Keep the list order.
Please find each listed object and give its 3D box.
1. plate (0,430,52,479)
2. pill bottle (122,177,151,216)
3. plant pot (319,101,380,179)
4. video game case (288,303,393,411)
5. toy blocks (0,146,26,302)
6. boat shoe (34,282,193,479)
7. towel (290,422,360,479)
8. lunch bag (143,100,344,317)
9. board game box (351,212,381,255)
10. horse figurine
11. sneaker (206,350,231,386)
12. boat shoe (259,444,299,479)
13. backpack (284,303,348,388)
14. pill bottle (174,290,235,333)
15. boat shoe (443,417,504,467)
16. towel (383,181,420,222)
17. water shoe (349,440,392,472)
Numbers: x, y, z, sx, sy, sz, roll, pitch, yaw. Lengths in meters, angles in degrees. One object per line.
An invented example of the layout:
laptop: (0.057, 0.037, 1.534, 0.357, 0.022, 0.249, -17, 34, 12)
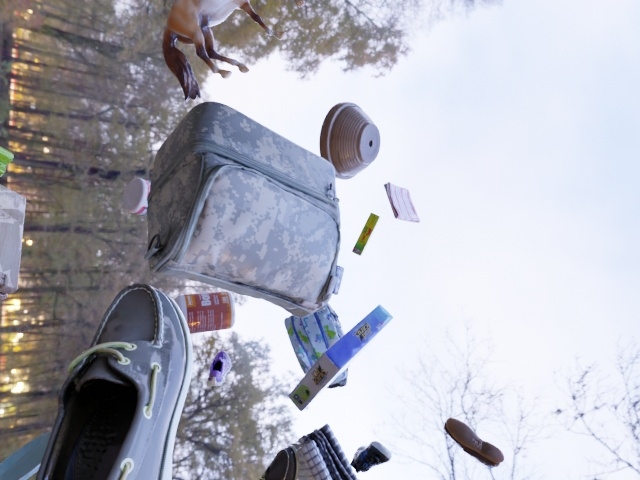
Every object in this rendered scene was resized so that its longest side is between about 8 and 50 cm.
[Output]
plate: (-0.706, 0.533, 1.031, 0.188, 0.188, 0.024, -5, -66, 54)
pill bottle: (-0.505, -0.119, 1.339, 0.107, 0.180, 0.108, -8, -106, 32)
plant pot: (0.109, -0.300, 1.316, 0.109, 0.237, 0.238, 13, -81, 36)
video game case: (0.057, 0.318, 1.181, 0.061, 0.269, 0.244, 45, -49, 15)
toy blocks: (-0.464, 0.099, 0.455, 0.381, 0.190, 0.261, -33, -127, 13)
boat shoe: (-0.196, 0.155, 0.420, 0.091, 0.109, 0.305, 71, 5, -46)
towel: (0.022, 0.608, 1.109, 0.235, 0.121, 0.284, 58, -26, 20)
lunch bag: (-0.114, -0.027, 0.693, 0.212, 0.305, 0.256, -29, -130, 39)
board game box: (0.193, -0.026, 1.799, 0.043, 0.092, 0.182, 27, -84, 9)
horse figurine: (-0.152, -0.342, 0.659, 0.174, 0.263, 0.066, 39, -11, 5)
sneaker: (-0.341, 0.424, 1.469, 0.170, 0.068, 0.071, -102, -159, -73)
boat shoe: (-0.118, 0.602, 1.035, 0.081, 0.068, 0.228, 28, -81, 54)
backpack: (-0.006, 0.389, 1.679, 0.356, 0.273, 0.290, 102, -23, -50)
pill bottle: (-0.378, 0.223, 1.317, 0.121, 0.215, 0.121, 177, -90, -64)
boat shoe: (0.493, 0.672, 1.417, 0.206, 0.073, 0.073, 35, -43, 16)
towel: (0.310, -0.140, 1.608, 0.029, 0.197, 0.144, -26, -109, 33)
water shoe: (0.151, 0.668, 1.305, 0.073, 0.080, 0.203, 39, -34, 9)
